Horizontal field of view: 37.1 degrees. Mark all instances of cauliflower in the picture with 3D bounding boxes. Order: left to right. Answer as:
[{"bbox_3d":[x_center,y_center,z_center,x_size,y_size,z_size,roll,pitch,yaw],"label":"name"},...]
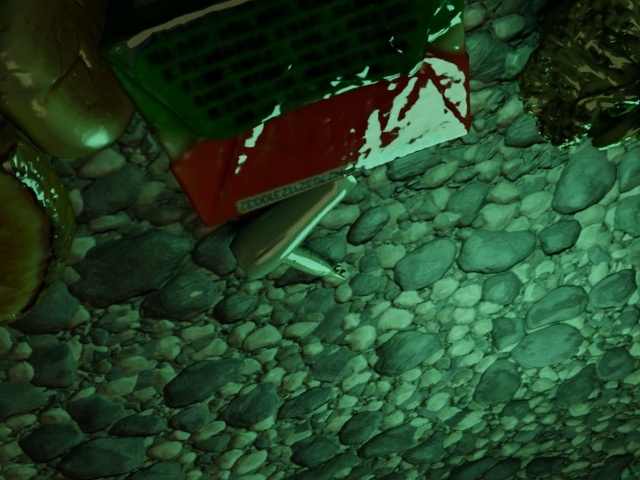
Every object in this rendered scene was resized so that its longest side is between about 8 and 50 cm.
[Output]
[{"bbox_3d":[0.406,-0.212,1.215,0.272,0.250,0.275,5,127,-32],"label":"cauliflower"}]

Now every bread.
[{"bbox_3d":[-0.275,-0.192,0.990,0.105,0.213,0.213,1,152,33],"label":"bread"}]

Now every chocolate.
[{"bbox_3d":[-0.029,-0.208,1.050,0.360,0.161,0.341,-20,148,-1],"label":"chocolate"}]

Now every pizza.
[{"bbox_3d":[-0.482,-0.039,1.063,0.406,0.130,0.440,10,152,-13],"label":"pizza"}]

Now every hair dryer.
[{"bbox_3d":[0.000,0.000,1.409,0.206,0.075,0.237,-39,145,8],"label":"hair dryer"}]
